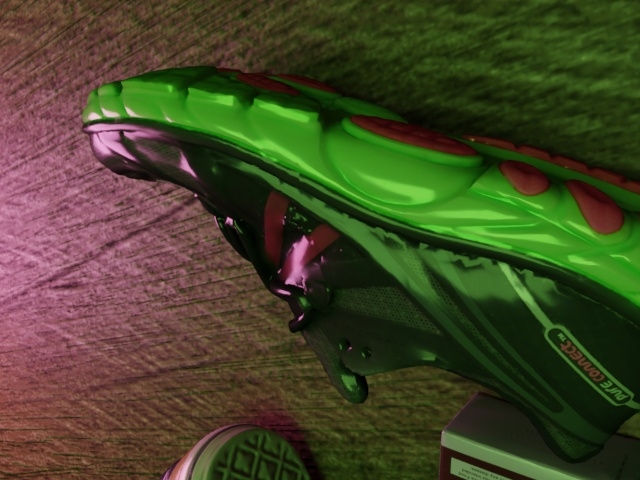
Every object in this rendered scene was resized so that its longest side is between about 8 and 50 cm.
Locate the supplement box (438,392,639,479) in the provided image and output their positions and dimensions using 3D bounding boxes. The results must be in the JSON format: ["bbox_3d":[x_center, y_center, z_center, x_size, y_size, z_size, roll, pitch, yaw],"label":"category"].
[{"bbox_3d":[0.159,0.252,0.481,0.130,0.073,0.239,11,109,33],"label":"supplement box"}]

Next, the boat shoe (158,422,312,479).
[{"bbox_3d":[-0.033,0.425,0.609,0.156,0.187,0.499,-27,82,43],"label":"boat shoe"}]

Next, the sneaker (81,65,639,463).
[{"bbox_3d":[0.000,0.000,0.449,0.483,0.185,0.202,25,113,28],"label":"sneaker"}]
